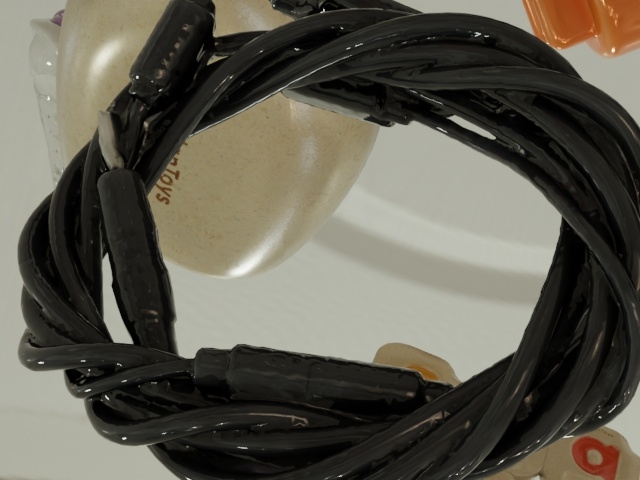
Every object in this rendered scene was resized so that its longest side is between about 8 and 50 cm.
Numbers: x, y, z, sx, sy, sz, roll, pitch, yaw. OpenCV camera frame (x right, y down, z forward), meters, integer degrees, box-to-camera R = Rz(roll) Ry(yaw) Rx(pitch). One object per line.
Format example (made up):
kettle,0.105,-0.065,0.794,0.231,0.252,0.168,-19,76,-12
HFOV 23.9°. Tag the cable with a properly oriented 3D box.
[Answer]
cable,0.000,0.000,0.401,0.184,0.150,0.047,31,160,31

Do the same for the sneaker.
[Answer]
sneaker,-0.153,-0.082,1.138,0.114,0.152,0.305,6,171,2

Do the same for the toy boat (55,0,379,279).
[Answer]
toy boat,-0.106,-0.131,0.862,0.318,0.267,0.148,32,-129,1

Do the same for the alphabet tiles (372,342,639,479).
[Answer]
alphabet tiles,0.074,0.172,0.804,0.284,0.021,0.278,22,-141,3

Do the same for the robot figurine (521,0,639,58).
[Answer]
robot figurine,0.271,-0.226,1.215,0.219,0.158,0.128,-23,-115,-1
